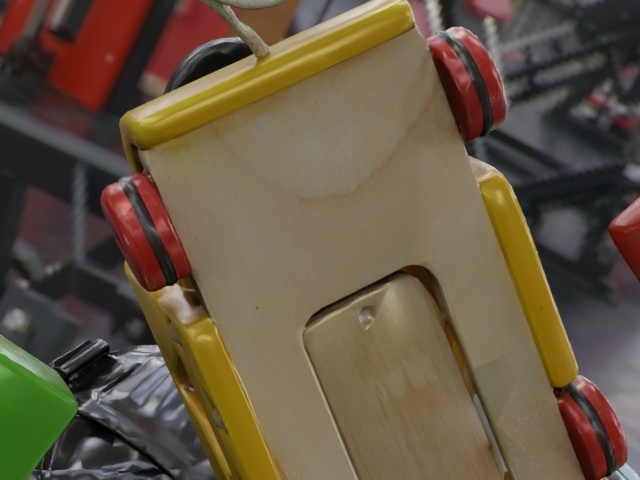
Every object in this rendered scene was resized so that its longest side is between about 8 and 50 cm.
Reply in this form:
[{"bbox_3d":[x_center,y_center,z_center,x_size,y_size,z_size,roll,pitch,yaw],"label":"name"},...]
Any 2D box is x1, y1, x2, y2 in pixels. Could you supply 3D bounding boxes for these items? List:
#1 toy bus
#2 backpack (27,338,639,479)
[{"bbox_3d":[-0.001,0.013,0.499,0.191,0.202,0.104,21,4,-23],"label":"toy bus"},{"bbox_3d":[0.029,0.177,0.848,0.290,0.273,0.355,-22,17,-24],"label":"backpack"}]
